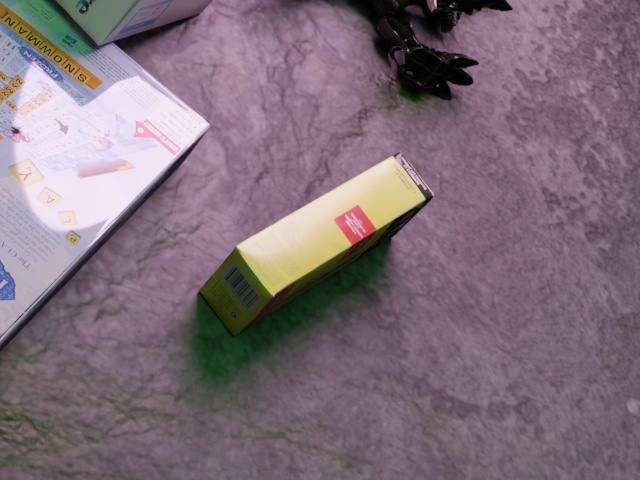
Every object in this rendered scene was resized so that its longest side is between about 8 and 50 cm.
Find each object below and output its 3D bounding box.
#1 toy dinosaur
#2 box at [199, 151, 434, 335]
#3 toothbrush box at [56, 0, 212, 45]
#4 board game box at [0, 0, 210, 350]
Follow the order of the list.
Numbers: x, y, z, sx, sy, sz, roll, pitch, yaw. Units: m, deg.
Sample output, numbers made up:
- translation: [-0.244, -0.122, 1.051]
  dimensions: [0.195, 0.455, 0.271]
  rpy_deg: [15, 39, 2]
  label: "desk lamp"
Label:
- translation: [0.093, -0.281, 1.501]
  dimensions: [0.322, 0.164, 0.218]
  rpy_deg: [-22, 58, -20]
  label: "toy dinosaur"
- translation: [0.000, 0.000, 1.268]
  dimensions: [0.232, 0.087, 0.058]
  rpy_deg: [-30, 79, -42]
  label: "box"
- translation: [-0.220, -0.341, 1.288]
  dimensions: [0.295, 0.126, 0.216]
  rpy_deg: [45, 27, 2]
  label: "toothbrush box"
- translation: [-0.304, -0.099, 1.157]
  dimensions: [0.319, 0.066, 0.318]
  rpy_deg: [40, 48, -1]
  label: "board game box"
